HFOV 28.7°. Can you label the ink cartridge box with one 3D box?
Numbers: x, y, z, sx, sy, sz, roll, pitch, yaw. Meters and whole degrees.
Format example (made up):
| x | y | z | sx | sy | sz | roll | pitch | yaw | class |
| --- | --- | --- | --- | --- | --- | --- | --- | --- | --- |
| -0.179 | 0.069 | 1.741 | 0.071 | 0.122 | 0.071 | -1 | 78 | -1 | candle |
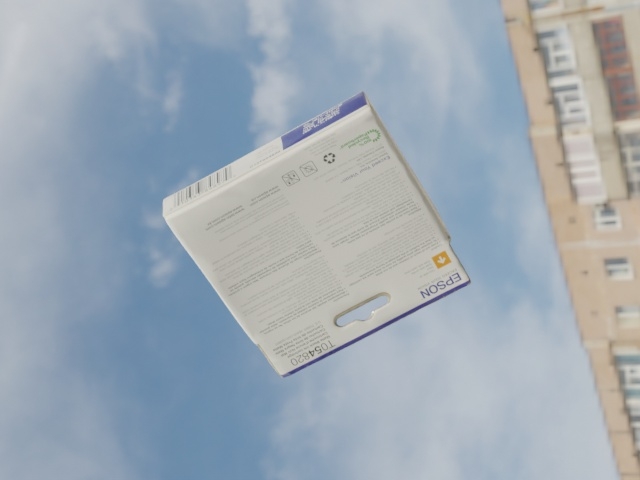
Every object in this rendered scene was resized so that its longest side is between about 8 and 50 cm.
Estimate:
| x | y | z | sx | sy | sz | roll | pitch | yaw | class |
| --- | --- | --- | --- | --- | --- | --- | --- | --- | --- |
| 0.000 | 0.000 | 1.200 | 0.224 | 0.223 | 0.045 | 58 | -170 | -30 | ink cartridge box |
